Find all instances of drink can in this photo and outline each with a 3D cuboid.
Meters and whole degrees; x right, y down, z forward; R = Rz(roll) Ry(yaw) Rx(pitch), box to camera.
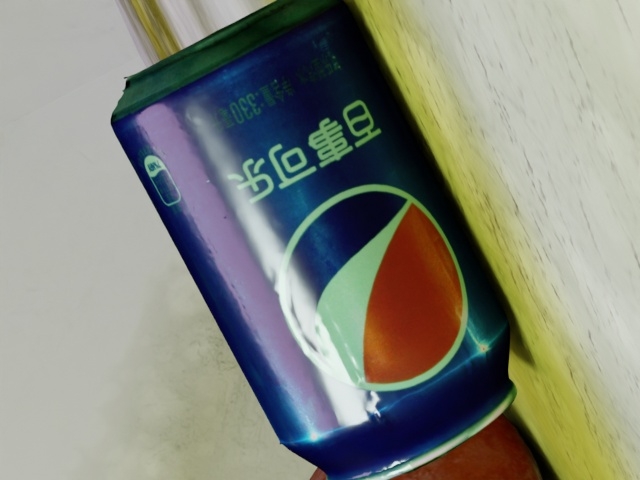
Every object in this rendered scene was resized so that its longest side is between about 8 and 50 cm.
[{"bbox_3d":[0.000,0.000,0.863,0.205,0.118,0.118,62,176,-8],"label":"drink can"}]

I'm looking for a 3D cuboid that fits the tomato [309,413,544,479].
[{"bbox_3d":[0.063,0.177,1.031,0.187,0.151,0.187,60,180,-1],"label":"tomato"}]
